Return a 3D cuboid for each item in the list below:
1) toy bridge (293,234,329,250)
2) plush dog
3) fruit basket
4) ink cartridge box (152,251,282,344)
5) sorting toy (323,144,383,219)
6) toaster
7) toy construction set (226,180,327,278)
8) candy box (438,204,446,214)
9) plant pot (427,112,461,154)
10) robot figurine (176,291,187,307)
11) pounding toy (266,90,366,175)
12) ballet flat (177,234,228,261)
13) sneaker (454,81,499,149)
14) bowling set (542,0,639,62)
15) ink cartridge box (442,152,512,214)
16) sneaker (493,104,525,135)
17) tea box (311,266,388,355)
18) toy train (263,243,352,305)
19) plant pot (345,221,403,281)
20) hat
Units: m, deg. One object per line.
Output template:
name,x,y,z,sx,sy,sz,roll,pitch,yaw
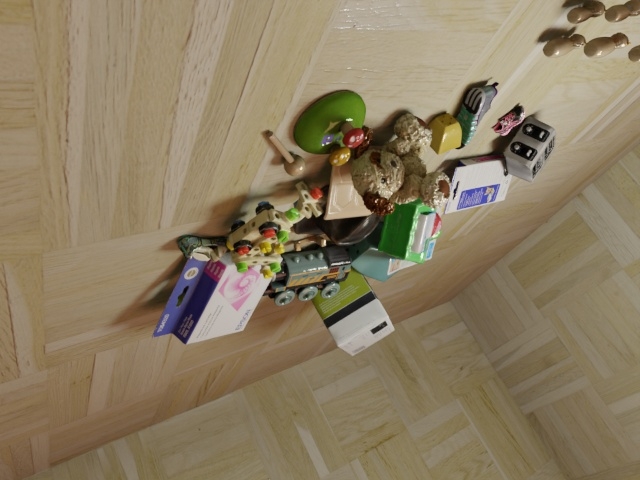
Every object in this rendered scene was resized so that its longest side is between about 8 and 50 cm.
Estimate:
toy bridge,0.000,0.000,1.734,0.188,0.026,0.063,-11,-164,-18
plush dog,0.177,-0.176,1.367,0.225,0.263,0.210,-8,166,-31
fruit basket,0.350,-0.058,1.797,0.353,0.165,0.327,-7,113,-48
ink cartridge box,-0.306,0.173,1.598,0.330,0.071,0.324,-7,135,-52
sorting toy,0.090,-0.161,1.434,0.192,0.038,0.209,-8,117,-44
toaster,0.726,-0.307,1.832,0.168,0.110,0.185,-55,151,-3
toy construction set,-0.123,-0.020,1.407,0.215,0.151,0.328,16,128,-46
candy box,0.471,-0.123,2.113,0.105,0.027,0.206,-2,145,-46
plant pot,0.347,-0.307,1.479,0.081,0.081,0.083,-23,146,-17
robot figurine,-0.407,0.195,1.636,0.101,0.067,0.115,-25,161,20
pounding toy,0.020,-0.222,1.198,0.236,0.110,0.183,-31,159,0
ballet flat,-0.302,0.029,1.408,0.070,0.070,0.188,-41,157,26
sneaker,0.441,-0.350,1.500,0.098,0.083,0.224,-27,158,-21
bowling set,0.710,-0.547,1.286,0.154,0.287,0.200,-25,126,-30
ink cartridge box,0.561,-0.208,1.892,0.370,0.069,0.176,-15,125,-38
sneaker,0.603,-0.385,1.686,0.057,0.047,0.119,0,145,-32
tea box,0.108,0.247,2.062,0.219,0.324,0.329,-31,158,1
toy train,-0.049,0.111,1.809,0.333,0.142,0.190,-7,137,-26
plant pot,0.191,0.032,1.924,0.165,0.166,0.234,-41,148,27
hat,0.088,-0.064,1.611,0.331,0.134,0.331,-26,159,-11
